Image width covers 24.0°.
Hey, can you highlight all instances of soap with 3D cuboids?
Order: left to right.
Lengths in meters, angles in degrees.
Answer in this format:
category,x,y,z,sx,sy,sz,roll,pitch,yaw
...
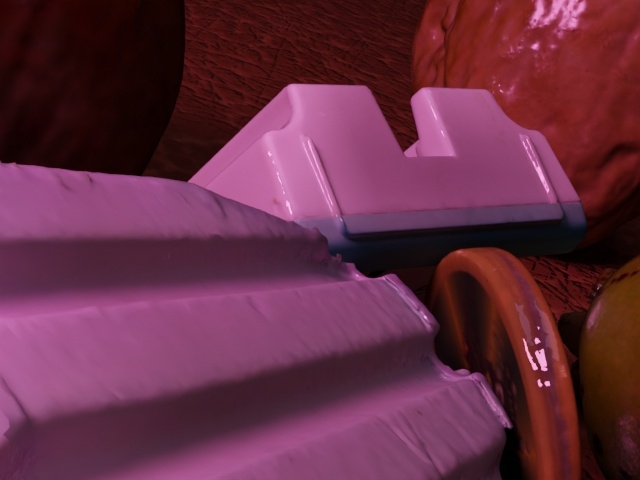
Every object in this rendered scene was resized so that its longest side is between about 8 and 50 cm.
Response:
category,x,y,z,sx,sy,sz,roll,pitch,yaw
soap,-0.052,0.107,0.601,0.261,0.156,0.446,48,16,12

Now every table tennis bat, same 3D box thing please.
category,x,y,z,sx,sy,sz,roll,pitch,yaw
table tennis bat,0.083,0.099,0.879,0.050,0.198,0.321,-5,4,-14

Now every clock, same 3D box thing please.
category,x,y,z,sx,sy,sz,roll,pitch,yaw
clock,0.000,0.000,0.957,0.262,0.231,0.116,-3,68,-44

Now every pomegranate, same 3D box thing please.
category,x,y,z,sx,sy,sz,roll,pitch,yaw
pomegranate,0.285,0.086,1.016,0.231,0.231,0.286,18,9,1

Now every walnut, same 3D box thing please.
category,x,y,z,sx,sy,sz,roll,pitch,yaw
walnut,0.235,-0.169,1.424,0.306,0.344,0.306,23,23,-10

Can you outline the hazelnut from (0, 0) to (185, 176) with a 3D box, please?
category,x,y,z,sx,sy,sz,roll,pitch,yaw
hazelnut,-0.290,-0.178,0.987,0.429,0.402,0.402,15,19,-28
